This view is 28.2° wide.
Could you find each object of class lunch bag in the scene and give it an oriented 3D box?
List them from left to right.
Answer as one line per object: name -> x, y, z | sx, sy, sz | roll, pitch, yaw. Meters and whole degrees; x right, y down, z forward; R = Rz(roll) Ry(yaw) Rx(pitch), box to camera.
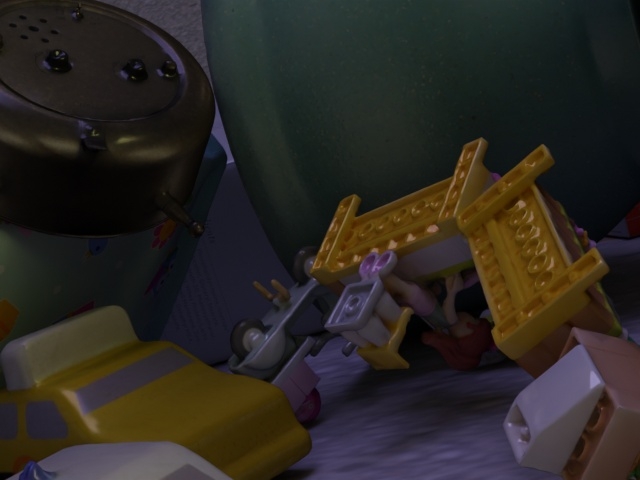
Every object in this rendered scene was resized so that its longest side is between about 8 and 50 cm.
lunch bag -> -0.194, 0.044, 0.684 | 0.223, 0.160, 0.262 | -25, -33, -46

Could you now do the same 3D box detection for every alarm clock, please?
alarm clock -> -0.119, -0.076, 0.605 | 0.129, 0.064, 0.192 | 5, 37, -22

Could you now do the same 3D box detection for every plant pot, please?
plant pot -> 0.095, -0.105, 0.701 | 0.196, 0.293, 0.293 | -13, 8, 27

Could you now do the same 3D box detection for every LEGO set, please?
LEGO set -> 0.079, 0.042, 0.521 | 0.132, 0.107, 0.287 | -55, 24, -15

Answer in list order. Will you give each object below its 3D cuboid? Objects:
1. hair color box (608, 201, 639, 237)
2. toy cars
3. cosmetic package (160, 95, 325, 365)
hair color box -> 0.192, -0.090, 0.871 | 0.053, 0.167, 0.093 | -18, 7, -10
toy cars -> -0.088, 0.085, 0.463 | 0.176, 0.087, 0.393 | -18, 7, -7
cosmetic package -> -0.060, -0.021, 0.916 | 0.224, 0.138, 0.224 | -18, 19, 3
